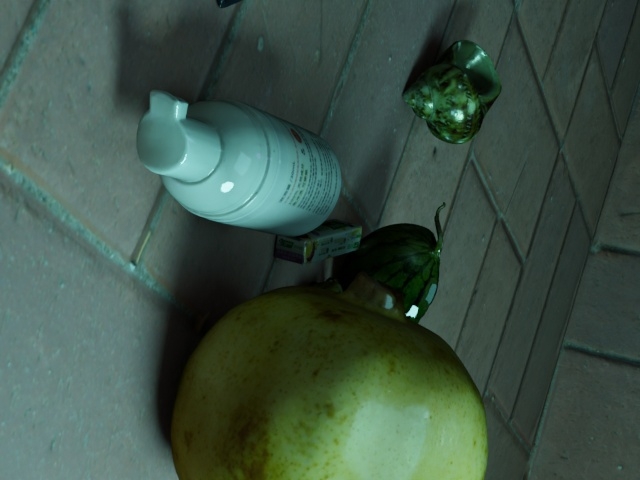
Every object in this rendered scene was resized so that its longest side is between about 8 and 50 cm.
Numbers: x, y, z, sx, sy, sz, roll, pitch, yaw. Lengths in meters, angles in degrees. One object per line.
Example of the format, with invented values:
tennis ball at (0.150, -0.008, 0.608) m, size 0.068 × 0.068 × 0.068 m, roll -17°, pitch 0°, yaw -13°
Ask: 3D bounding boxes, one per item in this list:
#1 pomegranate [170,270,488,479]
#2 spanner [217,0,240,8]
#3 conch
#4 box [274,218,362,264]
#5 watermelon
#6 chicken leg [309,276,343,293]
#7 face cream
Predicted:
pomegranate at (0.018, 0.229, 1.595) m, size 0.417 × 0.417 × 0.416 m, roll -42°, pitch 138°, yaw -53°
spanner at (-0.074, -0.324, 1.590) m, size 0.208 × 0.012 × 0.046 m, roll -38°, pitch 136°, yaw -55°
conch at (0.226, -0.257, 2.171) m, size 0.181 × 0.124 × 0.187 m, roll 18°, pitch 60°, yaw -57°
box at (0.000, 0.000, 1.873) m, size 0.207 × 0.050 × 0.041 m, roll -14°, pitch 116°, yaw -64°
watermelon at (0.098, 0.060, 1.987) m, size 0.232 × 0.127 × 0.204 m, roll -48°, pitch -153°, yaw 51°
chicken leg at (0.010, 0.116, 1.946) m, size 0.178 × 0.070 × 0.093 m, roll 80°, pitch 25°, yaw -55°
face cream at (-0.110, -0.092, 1.471) m, size 0.370 × 0.145 × 0.145 m, roll 13°, pitch 90°, yaw -65°
